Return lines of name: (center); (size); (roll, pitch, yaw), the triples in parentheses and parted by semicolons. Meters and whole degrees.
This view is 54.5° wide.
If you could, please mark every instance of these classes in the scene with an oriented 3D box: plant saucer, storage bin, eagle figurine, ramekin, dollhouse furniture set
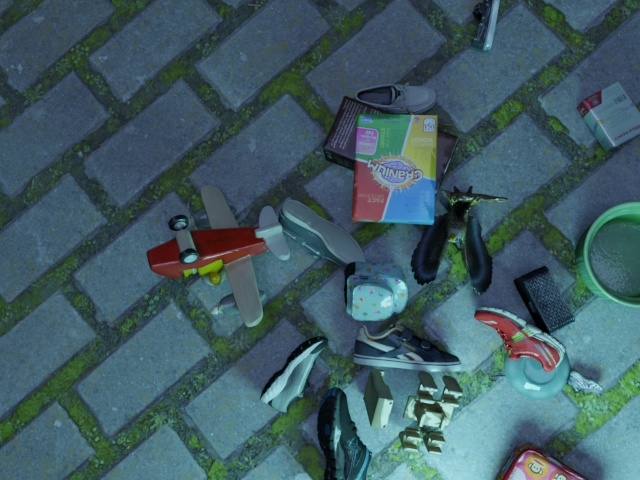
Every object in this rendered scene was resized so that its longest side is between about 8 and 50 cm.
plant saucer: (0.649, 0.378, 1.850); (0.194, 0.037, 0.195); (-1, 82, 5)
storage bin: (0.658, 0.176, 1.834); (0.084, 0.122, 0.180); (-25, 80, 1)
eagle figurine: (0.409, -0.007, 1.878); (0.226, 0.225, 0.299); (28, 122, 47)
ramekin: (0.904, 0.047, 1.815); (0.303, 0.148, 0.304); (-1, 82, 5)
dollhouse furniture set: (0.263, 0.478, 1.819); (0.241, 0.161, 0.212); (11, 106, -8)

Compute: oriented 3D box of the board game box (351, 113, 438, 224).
board game box: (0.219, -0.210, 1.827); (0.242, 0.064, 0.317); (2, 83, 6)

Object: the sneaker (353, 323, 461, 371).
sneaker: (0.261, 0.319, 1.852); (0.320, 0.126, 0.128); (5, 84, 6)

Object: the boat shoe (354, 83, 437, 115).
boat shoe: (0.239, -0.458, 1.984); (0.267, 0.088, 0.096); (3, 82, 6)

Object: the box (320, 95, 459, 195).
box: (0.216, -0.286, 1.939); (0.381, 0.143, 0.191); (23, 85, 10)

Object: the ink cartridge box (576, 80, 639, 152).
ink cartridge box: (0.899, -0.379, 1.915); (0.127, 0.072, 0.175); (-28, 80, 1)

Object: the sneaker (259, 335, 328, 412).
sneaker: (-0.065, 0.404, 1.896); (0.108, 0.100, 0.271); (40, 91, -4)

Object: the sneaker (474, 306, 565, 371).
sneaker: (0.568, 0.288, 1.815); (0.279, 0.107, 0.118); (29, 81, 22)

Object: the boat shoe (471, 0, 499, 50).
boat shoe: (0.529, -0.728, 2.005); (0.076, 0.080, 0.229); (9, 90, 5)

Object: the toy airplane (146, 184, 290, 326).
toy airplane: (-0.288, 0.039, 1.906); (0.384, 0.272, 0.386); (29, 49, -1)

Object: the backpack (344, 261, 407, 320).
backpack: (0.170, 0.153, 1.863); (0.188, 0.144, 0.166); (-3, 121, -4)

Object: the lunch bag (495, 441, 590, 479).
lunch bag: (0.638, 0.751, 1.762); (0.293, 0.120, 0.258); (30, 90, 10)

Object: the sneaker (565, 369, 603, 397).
sneaker: (0.773, 0.435, 1.831); (0.098, 0.038, 0.069); (27, 87, 18)

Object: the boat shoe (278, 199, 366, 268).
boat shoe: (0.000, 0.000, 1.956); (0.319, 0.116, 0.099); (37, 130, 3)

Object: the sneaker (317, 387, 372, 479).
sneaker: (0.075, 0.611, 1.851); (0.139, 0.125, 0.341); (1, 78, -22)

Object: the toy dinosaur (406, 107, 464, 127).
toy dinosaur: (0.353, -0.367, 1.957); (0.183, 0.092, 0.053); (15, 84, 8)
